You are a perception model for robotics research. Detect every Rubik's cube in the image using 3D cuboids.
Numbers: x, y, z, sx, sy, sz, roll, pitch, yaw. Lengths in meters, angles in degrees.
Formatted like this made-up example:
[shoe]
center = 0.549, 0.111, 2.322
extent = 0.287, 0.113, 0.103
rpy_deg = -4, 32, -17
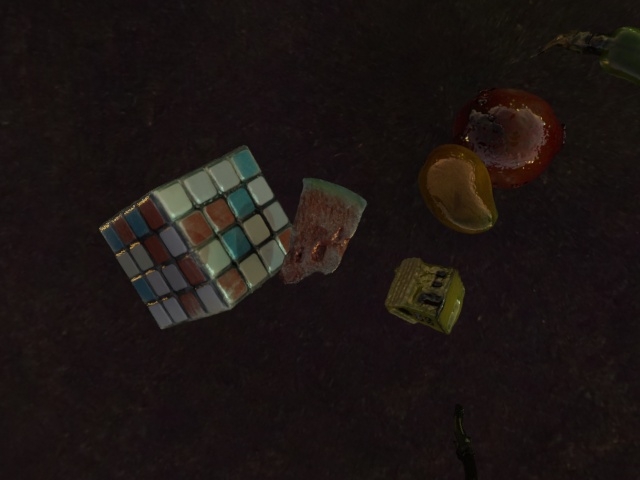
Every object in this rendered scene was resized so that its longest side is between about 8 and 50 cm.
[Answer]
[Rubik's cube]
center = -0.238, -0.004, 1.046
extent = 0.256, 0.259, 0.253
rpy_deg = -20, 102, 43

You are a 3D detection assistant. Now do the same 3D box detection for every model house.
[model house]
center = 0.337, 0.178, 1.707
extent = 0.234, 0.175, 0.193
rpy_deg = 11, 66, 38

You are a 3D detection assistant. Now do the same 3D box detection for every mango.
[mango]
center = 0.221, -0.082, 0.844
extent = 0.115, 0.089, 0.165
rpy_deg = -9, 68, 12

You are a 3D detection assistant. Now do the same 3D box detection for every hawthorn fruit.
[hawthorn fruit]
center = 0.519, -0.283, 1.430
extent = 0.315, 0.316, 0.316
rpy_deg = 4, 105, 13

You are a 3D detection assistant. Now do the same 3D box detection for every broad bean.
[broad bean]
center = 0.331, -0.084, 0.446
extent = 0.318, 0.098, 0.056
rpy_deg = 40, 90, -2

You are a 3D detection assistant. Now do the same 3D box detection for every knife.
[knife]
center = 0.258, 0.377, 0.919
extent = 0.045, 0.222, 0.021
rpy_deg = -21, 116, 25

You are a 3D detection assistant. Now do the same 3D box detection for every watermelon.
[watermelon]
center = 0.005, -0.021, 0.730
extent = 0.097, 0.158, 0.121
rpy_deg = 20, 142, 11
